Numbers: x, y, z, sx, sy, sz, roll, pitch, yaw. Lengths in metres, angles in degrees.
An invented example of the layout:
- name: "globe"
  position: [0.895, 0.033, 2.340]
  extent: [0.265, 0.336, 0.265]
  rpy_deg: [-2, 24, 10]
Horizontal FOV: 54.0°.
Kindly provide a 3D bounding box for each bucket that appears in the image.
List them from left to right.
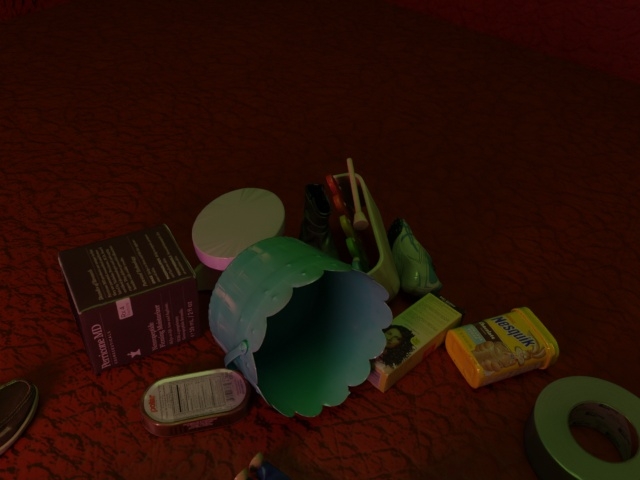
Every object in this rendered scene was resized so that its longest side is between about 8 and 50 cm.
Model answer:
- name: "bucket"
  position: [-0.040, 0.136, 1.052]
  extent: [0.281, 0.281, 0.183]
  rpy_deg: [-24, 34, -29]

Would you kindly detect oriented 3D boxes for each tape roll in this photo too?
- name: "tape roll"
  position: [0.452, 0.332, 1.030]
  extent: [0.219, 0.072, 0.219]
  rpy_deg: [2, 41, -2]

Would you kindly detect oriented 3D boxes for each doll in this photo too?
- name: "doll"
  position: [-0.041, 0.400, 0.921]
  extent: [0.189, 0.046, 0.129]
  rpy_deg: [31, 37, 19]

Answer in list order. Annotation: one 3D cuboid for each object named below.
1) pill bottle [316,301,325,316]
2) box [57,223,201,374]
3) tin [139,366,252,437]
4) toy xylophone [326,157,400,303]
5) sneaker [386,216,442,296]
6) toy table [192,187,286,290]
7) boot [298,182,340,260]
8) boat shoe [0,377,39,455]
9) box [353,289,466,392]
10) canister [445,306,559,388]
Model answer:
- name: "pill bottle"
  position: [0.058, 0.148, 1.210]
  extent: [0.120, 0.067, 0.067]
  rpy_deg: [18, 42, 15]
- name: "box"
  position: [-0.344, 0.102, 1.146]
  extent: [0.203, 0.168, 0.167]
  rpy_deg: [-18, 46, -24]
- name: "tin"
  position: [-0.210, 0.270, 1.066]
  extent: [0.190, 0.040, 0.106]
  rpy_deg: [-8, 38, -14]
- name: "toy xylophone"
  position: [0.079, -0.027, 1.292]
  extent: [0.081, 0.236, 0.322]
  rpy_deg: [-21, 41, 11]
- name: "sneaker"
  position: [0.195, 0.038, 1.355]
  extent: [0.086, 0.085, 0.237]
  rpy_deg: [20, 31, -23]
- name: "toy table"
  position: [-0.151, 0.026, 1.235]
  extent: [0.252, 0.160, 0.274]
  rpy_deg: [2, 32, 13]
- name: "boot"
  position: [0.000, 0.000, 1.305]
  extent: [0.084, 0.161, 0.246]
  rpy_deg: [-8, 42, -14]
- name: "boat shoe"
  position: [-0.538, 0.298, 0.954]
  extent: [0.095, 0.095, 0.257]
  rpy_deg: [19, 42, 16]
- name: "box"
  position: [0.169, 0.185, 1.185]
  extent: [0.087, 0.058, 0.232]
  rpy_deg: [35, 48, 31]
- name: "canister"
  position: [0.336, 0.199, 1.174]
  extent: [0.170, 0.073, 0.126]
  rpy_deg: [-13, 43, -17]
